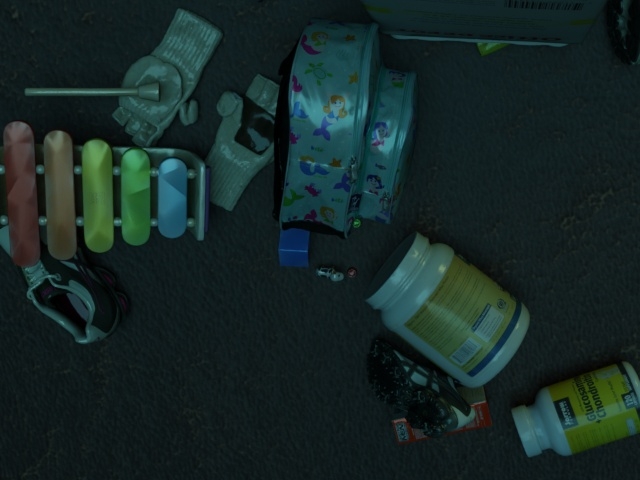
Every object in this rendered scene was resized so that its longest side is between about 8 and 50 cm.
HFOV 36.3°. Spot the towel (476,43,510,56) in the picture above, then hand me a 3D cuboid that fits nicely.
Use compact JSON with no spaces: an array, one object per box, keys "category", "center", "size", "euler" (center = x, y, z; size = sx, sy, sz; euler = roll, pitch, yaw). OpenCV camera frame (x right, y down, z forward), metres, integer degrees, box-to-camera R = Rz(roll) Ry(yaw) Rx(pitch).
[{"category":"towel","center":[0.308,-0.341,1.312],"size":[0.237,0.021,0.102],"euler":[-23,100,10]}]

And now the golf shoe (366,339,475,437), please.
[{"category":"golf shoe","center":[0.141,0.212,1.404],"size":[0.093,0.198,0.077],"euler":[1,120,-35]}]

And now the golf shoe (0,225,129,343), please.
[{"category":"golf shoe","center":[-0.390,0.033,1.412],"size":[0.105,0.120,0.273],"euler":[-41,96,14]}]

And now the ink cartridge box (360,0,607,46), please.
[{"category":"ink cartridge box","center":[0.186,-0.338,1.120],"size":[0.279,0.384,0.161],"euler":[6,92,9]}]

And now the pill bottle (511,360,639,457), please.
[{"category":"pill bottle","center":[0.375,0.250,1.409],"size":[0.184,0.103,0.103],"euler":[-21,101,9]}]

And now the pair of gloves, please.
[{"category":"pair of gloves","center":[-0.165,-0.182,1.379],"size":[0.240,0.042,0.204],"euler":[40,104,-5]}]

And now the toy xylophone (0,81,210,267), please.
[{"category":"toy xylophone","center":[-0.312,-0.094,1.339],"size":[0.322,0.081,0.236],"euler":[-7,110,-4]}]

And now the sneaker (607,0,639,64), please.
[{"category":"sneaker","center":[0.443,-0.368,1.238],"size":[0.122,0.110,0.283],"euler":[-12,128,-13]}]

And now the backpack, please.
[{"category":"backpack","center":[0.029,-0.151,1.249],"size":[0.191,0.225,0.254],"euler":[4,128,9]}]

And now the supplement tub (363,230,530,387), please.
[{"category":"supplement tub","center":[0.175,0.095,1.366],"size":[0.199,0.144,0.144],"euler":[38,104,-5]}]

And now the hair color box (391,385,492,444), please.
[{"category":"hair color box","center":[0.178,0.255,1.443],"size":[0.141,0.072,0.043],"euler":[-13,103,9]}]

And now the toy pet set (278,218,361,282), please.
[{"category":"toy pet set","center":[0.000,0.000,1.398],"size":[0.114,0.065,0.122],"euler":[3,104,4]}]
